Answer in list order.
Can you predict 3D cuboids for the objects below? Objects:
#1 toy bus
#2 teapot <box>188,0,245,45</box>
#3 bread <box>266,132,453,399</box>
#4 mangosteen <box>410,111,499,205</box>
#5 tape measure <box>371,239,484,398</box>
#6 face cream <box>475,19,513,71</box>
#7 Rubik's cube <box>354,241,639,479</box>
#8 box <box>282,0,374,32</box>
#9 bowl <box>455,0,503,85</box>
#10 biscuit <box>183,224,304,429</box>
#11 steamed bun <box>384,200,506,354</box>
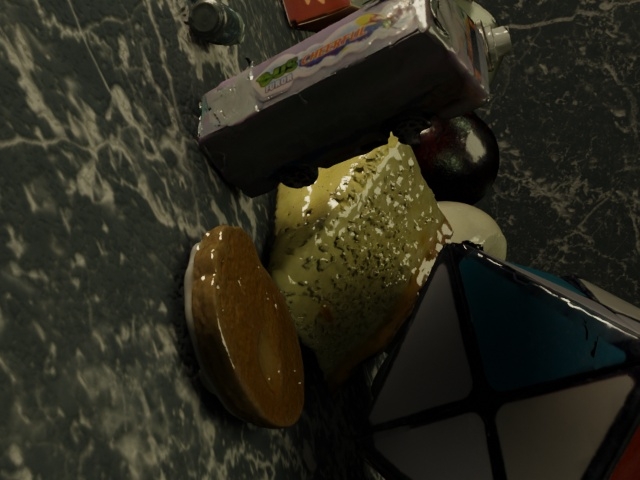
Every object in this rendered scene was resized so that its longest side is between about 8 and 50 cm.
[{"bbox_3d":[0.011,-0.150,0.834,0.138,0.317,0.112,35,43,-44],"label":"toy bus"},{"bbox_3d":[-0.129,-0.259,0.932,0.083,0.064,0.049,-23,129,-77],"label":"teapot"},{"bbox_3d":[0.000,0.000,1.100,0.315,0.279,0.248,-44,129,-22],"label":"bread"},{"bbox_3d":[0.225,-0.168,1.673,0.300,0.300,0.300,-15,90,-74],"label":"mangosteen"},{"bbox_3d":[0.166,0.150,1.103,0.098,0.215,0.351,40,-13,25],"label":"tape measure"},{"bbox_3d":[0.140,-0.280,1.294,0.105,0.349,0.105,-15,90,-74],"label":"face cream"},{"bbox_3d":[0.268,0.200,0.940,0.305,0.310,0.306,11,106,-41],"label":"Rubik's cube"},{"bbox_3d":[-0.017,-0.591,1.453,0.344,0.122,0.385,-45,119,-72],"label":"box"},{"bbox_3d":[0.230,-0.387,1.792,0.354,0.354,0.185,52,47,-54],"label":"bowl"},{"bbox_3d":[-0.076,0.094,0.776,0.181,0.049,0.208,-85,155,-50],"label":"biscuit"},{"bbox_3d":[0.168,0.054,1.306,0.177,0.283,0.283,39,0,25],"label":"steamed bun"}]
